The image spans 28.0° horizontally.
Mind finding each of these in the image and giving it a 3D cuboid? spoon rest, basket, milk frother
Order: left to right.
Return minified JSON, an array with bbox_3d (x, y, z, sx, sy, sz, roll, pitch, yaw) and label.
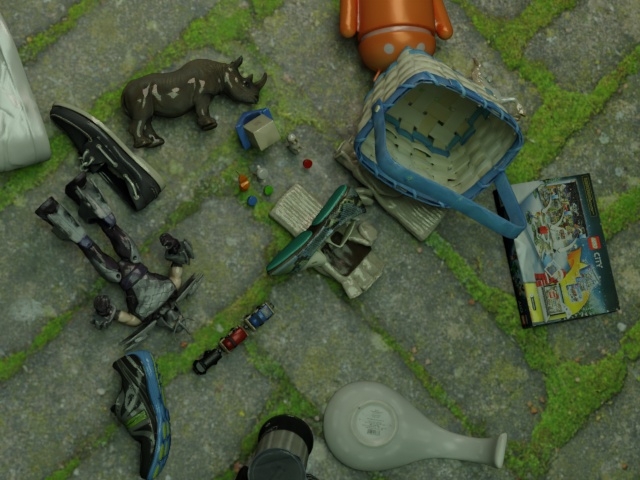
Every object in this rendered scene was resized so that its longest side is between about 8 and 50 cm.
[{"bbox_3d":[-0.044,0.347,1.861,0.143,0.135,0.129,34,104,-4],"label":"milk frother"},{"bbox_3d":[0.140,0.298,1.961,0.276,0.084,0.137,13,75,1],"label":"spoon rest"},{"bbox_3d":[0.183,-0.138,1.926,0.255,0.289,0.201,28,117,-22],"label":"basket"}]

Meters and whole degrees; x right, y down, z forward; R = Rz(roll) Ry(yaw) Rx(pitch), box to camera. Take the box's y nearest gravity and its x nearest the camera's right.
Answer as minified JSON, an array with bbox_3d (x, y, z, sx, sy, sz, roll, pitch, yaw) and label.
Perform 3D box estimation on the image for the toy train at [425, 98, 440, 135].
[{"bbox_3d":[0.193,-0.208,2.092,0.024,0.017,0.083,32,73,-18],"label":"toy train"}]

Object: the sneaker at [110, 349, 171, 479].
[{"bbox_3d":[-0.262,0.255,1.865,0.078,0.067,0.188,-11,84,5],"label":"sneaker"}]

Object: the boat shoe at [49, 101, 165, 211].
[{"bbox_3d":[-0.326,-0.124,1.907,0.206,0.075,0.065,40,69,-10],"label":"boat shoe"}]

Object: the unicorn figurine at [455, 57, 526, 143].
[{"bbox_3d":[0.273,-0.213,2.092,0.111,0.060,0.162,31,73,-8],"label":"unicorn figurine"}]

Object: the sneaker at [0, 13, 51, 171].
[{"bbox_3d":[-0.519,-0.229,1.858,0.169,0.108,0.292,-21,87,-21],"label":"sneaker"}]

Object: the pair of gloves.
[{"bbox_3d":[0.066,-0.048,2.015,0.240,0.042,0.204,-41,91,-19],"label":"pair of gloves"}]

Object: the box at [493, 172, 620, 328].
[{"bbox_3d":[0.383,0.016,2.086,0.159,0.044,0.233,-8,82,-16],"label":"box"}]

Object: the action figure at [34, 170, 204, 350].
[{"bbox_3d":[-0.289,0.037,1.876,0.285,0.099,0.185,48,63,-6],"label":"action figure"}]

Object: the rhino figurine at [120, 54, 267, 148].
[{"bbox_3d":[-0.190,-0.222,1.963,0.243,0.073,0.106,-20,88,-19],"label":"rhino figurine"}]

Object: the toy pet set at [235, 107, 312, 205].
[{"bbox_3d":[-0.093,-0.138,1.992,0.122,0.065,0.114,-33,124,-15],"label":"toy pet set"}]

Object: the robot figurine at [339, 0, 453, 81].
[{"bbox_3d":[0.120,-0.357,2.043,0.158,0.128,0.219,10,74,-52],"label":"robot figurine"}]

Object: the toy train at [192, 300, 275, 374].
[{"bbox_3d":[-0.128,0.145,1.928,0.158,0.036,0.027,-41,92,-18],"label":"toy train"}]

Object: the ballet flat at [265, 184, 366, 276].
[{"bbox_3d":[0.000,0.000,1.945,0.070,0.070,0.188,44,81,-4],"label":"ballet flat"}]
